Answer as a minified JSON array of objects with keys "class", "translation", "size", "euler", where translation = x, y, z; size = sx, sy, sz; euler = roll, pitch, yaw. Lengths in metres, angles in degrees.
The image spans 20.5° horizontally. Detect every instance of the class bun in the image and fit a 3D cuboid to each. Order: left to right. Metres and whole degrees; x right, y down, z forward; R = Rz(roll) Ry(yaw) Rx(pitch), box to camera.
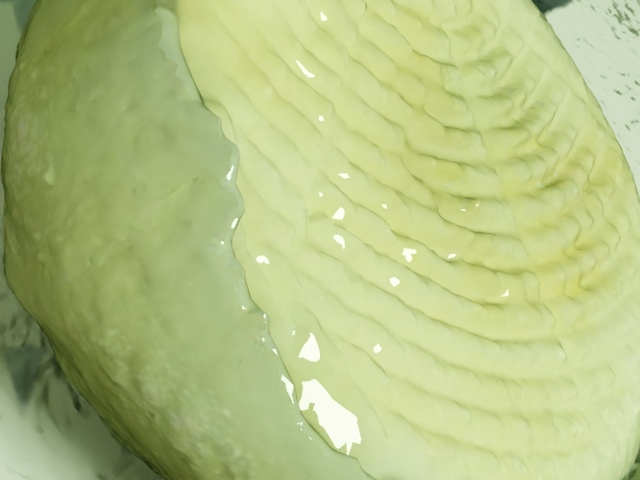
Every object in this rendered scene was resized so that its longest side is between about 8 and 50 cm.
[{"class":"bun","translation":[-0.003,0.004,0.819],"size":[0.364,0.202,0.364],"euler":[30,45,-36]}]
